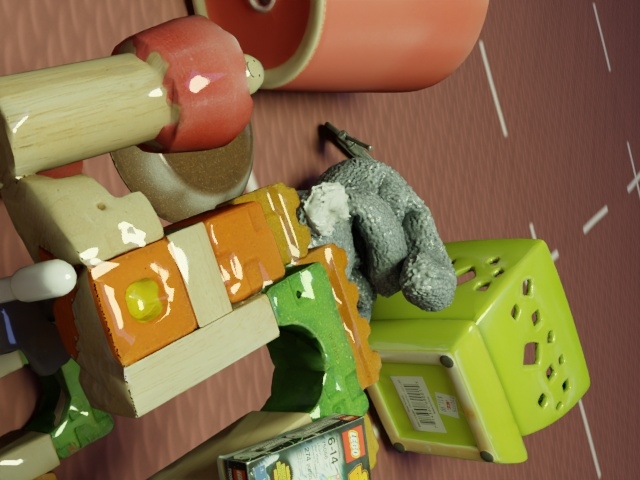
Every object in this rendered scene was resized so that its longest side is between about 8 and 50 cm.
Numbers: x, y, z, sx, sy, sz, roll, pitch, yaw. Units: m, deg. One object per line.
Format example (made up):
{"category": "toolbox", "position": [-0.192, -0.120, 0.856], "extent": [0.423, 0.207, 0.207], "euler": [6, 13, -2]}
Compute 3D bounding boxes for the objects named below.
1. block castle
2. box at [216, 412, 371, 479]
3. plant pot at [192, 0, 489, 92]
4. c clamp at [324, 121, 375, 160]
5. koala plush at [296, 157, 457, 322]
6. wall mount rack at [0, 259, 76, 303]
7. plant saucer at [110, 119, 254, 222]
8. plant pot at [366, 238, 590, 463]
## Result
{"category": "block castle", "position": [-0.121, 0.094, 0.565], "extent": [0.213, 0.303, 0.453], "euler": [-26, 102, -44]}
{"category": "box", "position": [-0.006, 0.175, 0.433], "extent": [0.094, 0.027, 0.137], "euler": [-8, 92, -47]}
{"category": "plant pot", "position": [0.011, -0.281, 0.856], "extent": [0.243, 0.275, 0.274], "euler": [-24, 101, -44]}
{"category": "c clamp", "position": [0.061, -0.098, 0.989], "extent": [0.022, 0.137, 0.161], "euler": [-50, 135, 2]}
{"category": "koala plush", "position": [0.000, 0.000, 0.839], "extent": [0.221, 0.196, 0.203], "euler": [2, 69, -50]}
{"category": "wall mount rack", "position": [-0.308, 0.000, 0.379], "extent": [0.350, 0.304, 0.130], "euler": [57, 0, -25]}
{"category": "plant saucer", "position": [-0.131, -0.115, 0.808], "extent": [0.199, 0.036, 0.198], "euler": [16, 69, -49]}
{"category": "plant pot", "position": [0.176, 0.147, 0.989], "extent": [0.207, 0.227, 0.228], "euler": [-40, 113, -40]}
